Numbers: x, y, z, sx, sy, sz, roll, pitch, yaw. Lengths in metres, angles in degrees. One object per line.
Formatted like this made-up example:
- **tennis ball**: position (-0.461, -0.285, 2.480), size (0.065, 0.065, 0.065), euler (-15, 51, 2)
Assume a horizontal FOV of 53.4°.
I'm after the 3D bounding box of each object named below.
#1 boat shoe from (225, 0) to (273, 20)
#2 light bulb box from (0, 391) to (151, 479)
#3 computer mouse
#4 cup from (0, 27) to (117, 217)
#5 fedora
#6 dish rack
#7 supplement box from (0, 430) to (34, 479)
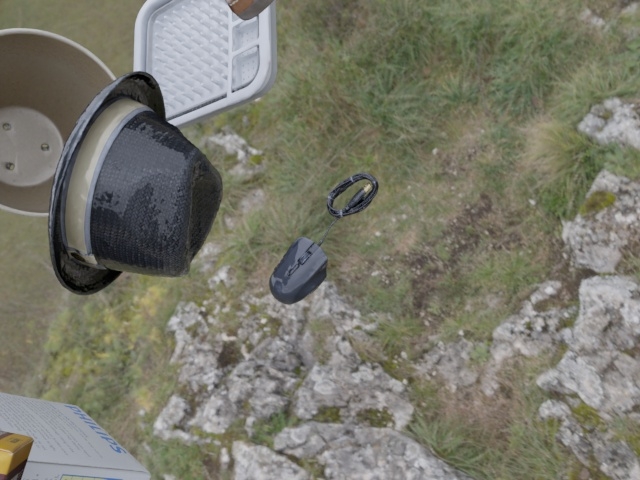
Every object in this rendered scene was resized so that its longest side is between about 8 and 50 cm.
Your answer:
- **boat shoe**: position (-0.113, -0.407, 0.781), size (0.123, 0.116, 0.324), euler (-33, 54, 34)
- **light bulb box**: position (-0.504, 0.410, 0.884), size (0.225, 0.361, 0.358), euler (25, 82, 35)
- **computer mouse**: position (0.000, 0.000, 0.925), size (0.071, 0.041, 0.242), euler (40, 109, 14)
- **cup**: position (-0.549, -0.196, 1.204), size (0.237, 0.331, 0.331), euler (-8, 59, 57)
- **fedora**: position (-0.225, -0.055, 0.868), size (0.152, 0.334, 0.334), euler (19, 76, 3)
- **dish rack**: position (-0.199, -0.338, 1.122), size (0.333, 0.072, 0.285), euler (-12, 75, 34)
- **supplement box**: position (-0.403, 0.266, 0.591), size (0.129, 0.191, 0.194), euler (144, 142, -70)
